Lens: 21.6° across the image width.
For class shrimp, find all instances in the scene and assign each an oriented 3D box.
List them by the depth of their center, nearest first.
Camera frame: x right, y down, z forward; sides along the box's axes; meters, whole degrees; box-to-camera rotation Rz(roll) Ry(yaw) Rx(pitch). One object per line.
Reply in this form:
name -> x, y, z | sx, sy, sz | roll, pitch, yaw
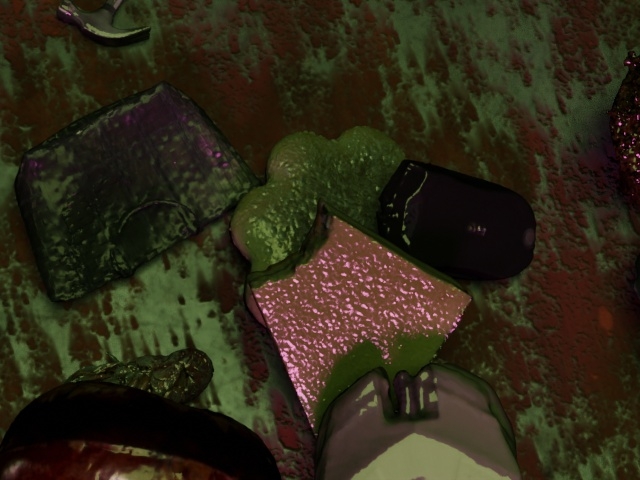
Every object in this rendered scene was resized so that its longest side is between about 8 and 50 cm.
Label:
shrimp -> -0.205, 0.159, 1.765 | 0.190, 0.075, 0.073 | -14, 108, -3

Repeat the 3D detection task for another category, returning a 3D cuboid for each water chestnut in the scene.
water chestnut -> -0.185, 0.281, 1.618 | 0.300, 0.300, 0.300 | 3, 73, -8

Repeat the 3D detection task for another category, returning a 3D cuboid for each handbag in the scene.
handbag -> -0.211, -0.059, 1.829 | 0.270, 0.088, 0.175 | -30, 88, -17

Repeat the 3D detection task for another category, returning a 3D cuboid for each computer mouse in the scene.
computer mouse -> 0.106, 0.342, 1.710 | 0.228, 0.145, 0.429 | -4, 82, -3
computer mouse -> 0.147, -0.018, 1.850 | 0.217, 0.073, 0.122 | 12, 87, -39

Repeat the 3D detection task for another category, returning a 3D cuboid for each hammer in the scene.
hammer -> -0.199, -0.329, 1.936 | 0.103, 0.029, 0.246 | 30, 70, 1

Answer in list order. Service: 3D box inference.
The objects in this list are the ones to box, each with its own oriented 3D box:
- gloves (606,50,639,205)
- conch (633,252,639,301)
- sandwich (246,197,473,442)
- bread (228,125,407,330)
gloves -> 0.446, -0.129, 1.917 | 0.312, 0.135, 0.210 | 11, 92, -27
conch -> 0.437, 0.100, 1.855 | 0.196, 0.134, 0.202 | 15, 72, 29
sandwich -> 0.007, 0.102, 1.757 | 0.212, 0.063, 0.245 | 31, 95, -12
bread -> 0.000, 0.000, 1.835 | 0.207, 0.056, 0.287 | 10, 73, -19
